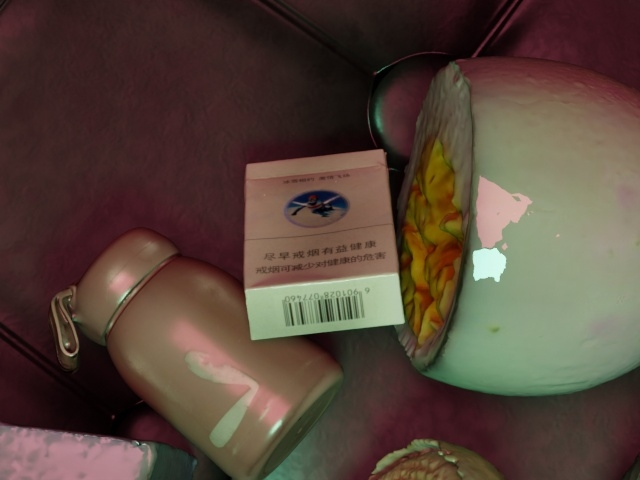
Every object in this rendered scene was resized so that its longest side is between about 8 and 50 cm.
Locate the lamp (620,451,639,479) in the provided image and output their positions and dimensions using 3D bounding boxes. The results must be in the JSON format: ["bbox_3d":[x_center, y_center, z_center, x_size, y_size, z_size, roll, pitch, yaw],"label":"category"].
[{"bbox_3d":[0.398,0.325,1.793,0.233,0.233,0.265,-11,86,2],"label":"lamp"}]

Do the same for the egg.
[{"bbox_3d":[0.273,-0.008,1.809,0.340,0.354,0.354,6,79,-10],"label":"egg"}]

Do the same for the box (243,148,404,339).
[{"bbox_3d":[0.000,0.000,1.876,0.164,0.256,0.069,-6,123,2],"label":"box"}]

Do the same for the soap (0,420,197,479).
[{"bbox_3d":[-0.297,0.250,1.821,0.296,0.285,0.107,7,81,4],"label":"soap"}]

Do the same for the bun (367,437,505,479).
[{"bbox_3d":[0.101,0.393,1.744,0.202,0.364,0.364,32,82,-15],"label":"bun"}]

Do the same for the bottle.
[{"bbox_3d":[-0.144,0.125,1.882,0.297,0.173,0.206,40,61,10],"label":"bottle"}]
